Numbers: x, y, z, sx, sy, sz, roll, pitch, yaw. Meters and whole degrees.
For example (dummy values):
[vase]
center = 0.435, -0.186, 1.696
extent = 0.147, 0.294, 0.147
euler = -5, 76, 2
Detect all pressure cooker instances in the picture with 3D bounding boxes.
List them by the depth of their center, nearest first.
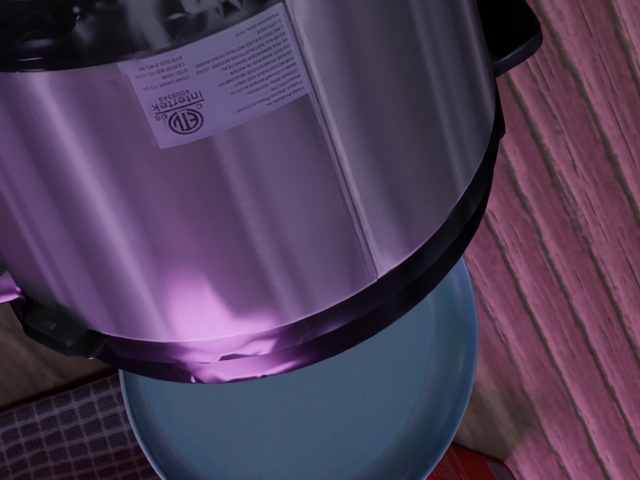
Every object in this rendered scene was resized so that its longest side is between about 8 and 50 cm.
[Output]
[pressure cooker]
center = -0.079, -0.112, 1.179
extent = 0.370, 0.375, 0.420
euler = 7, 142, 25

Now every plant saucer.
[plant saucer]
center = -0.019, 0.082, 1.465
extent = 0.317, 0.043, 0.318
euler = -1, 92, -26

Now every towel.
[towel]
center = -0.210, 0.235, 1.516
extent = 0.283, 0.235, 0.121
euler = -19, 126, -7

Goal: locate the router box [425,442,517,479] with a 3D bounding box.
[router box]
center = -0.010, 0.317, 1.764
extent = 0.301, 0.082, 0.335
euler = 23, 116, -35
